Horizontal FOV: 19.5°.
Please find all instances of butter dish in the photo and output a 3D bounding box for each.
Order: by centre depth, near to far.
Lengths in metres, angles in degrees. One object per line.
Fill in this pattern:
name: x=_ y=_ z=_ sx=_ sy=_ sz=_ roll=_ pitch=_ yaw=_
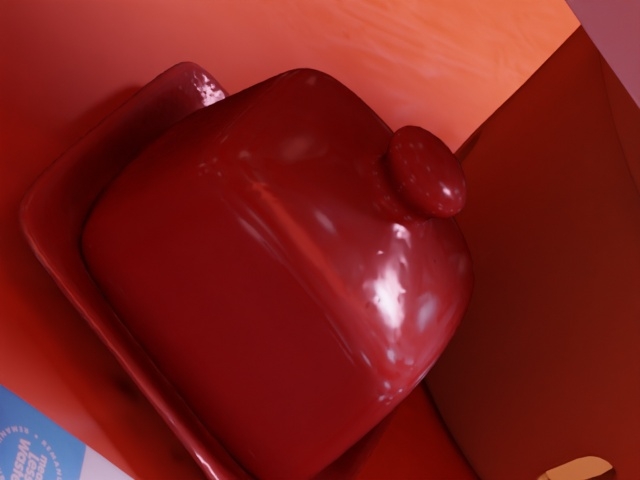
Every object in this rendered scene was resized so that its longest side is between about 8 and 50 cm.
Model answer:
butter dish: x=0.000 y=0.000 z=0.664 sx=0.160 sy=0.118 sz=0.160 roll=54 pitch=31 yaw=-8

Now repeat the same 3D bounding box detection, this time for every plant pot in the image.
plant pot: x=0.172 y=0.015 z=0.810 sx=0.291 sy=0.203 sz=0.291 roll=34 pitch=39 yaw=-33

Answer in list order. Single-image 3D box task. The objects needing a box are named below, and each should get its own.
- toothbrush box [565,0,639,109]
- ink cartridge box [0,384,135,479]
toothbrush box: x=0.122 y=-0.184 z=0.608 sx=0.295 sy=0.126 sz=0.216 roll=54 pitch=32 yaw=1
ink cartridge box: x=-0.054 y=0.134 z=0.524 sx=0.180 sy=0.060 sz=0.104 roll=40 pitch=35 yaw=-27
